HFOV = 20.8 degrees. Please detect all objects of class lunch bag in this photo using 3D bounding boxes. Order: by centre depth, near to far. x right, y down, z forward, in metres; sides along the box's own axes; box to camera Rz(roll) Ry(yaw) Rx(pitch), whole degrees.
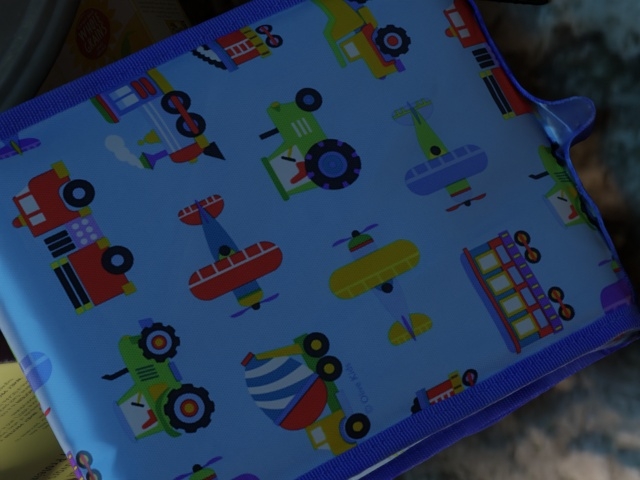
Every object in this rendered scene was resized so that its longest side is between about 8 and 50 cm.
[{"bbox_3d":[0.000,0.000,0.818,0.293,0.138,0.221,-28,77,-6],"label":"lunch bag"}]

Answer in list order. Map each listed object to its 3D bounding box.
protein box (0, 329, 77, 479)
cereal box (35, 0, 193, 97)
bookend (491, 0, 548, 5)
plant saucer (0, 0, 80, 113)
[{"bbox_3d":[-0.184,0.049,1.004,0.200,0.201,0.136,-38,67,36],"label":"protein box"},{"bbox_3d":[-0.177,-0.151,1.089,0.173,0.047,0.240,-44,64,37],"label":"cereal box"},{"bbox_3d":[0.134,-0.201,0.793,0.157,0.072,0.156,-10,86,41],"label":"bookend"},{"bbox_3d":[-0.236,-0.123,0.921,0.278,0.041,0.277,-17,58,29],"label":"plant saucer"}]
